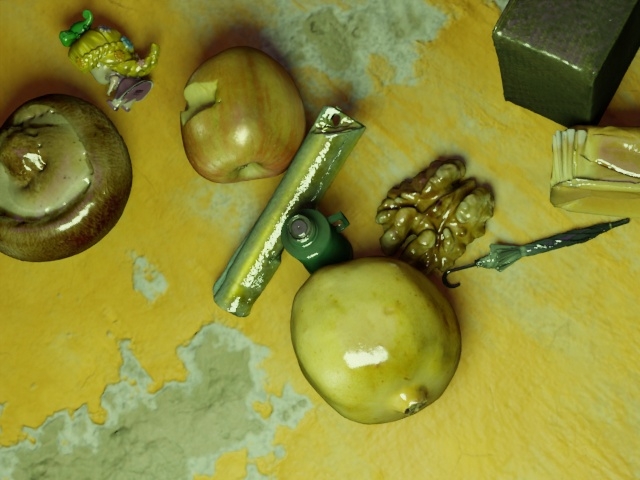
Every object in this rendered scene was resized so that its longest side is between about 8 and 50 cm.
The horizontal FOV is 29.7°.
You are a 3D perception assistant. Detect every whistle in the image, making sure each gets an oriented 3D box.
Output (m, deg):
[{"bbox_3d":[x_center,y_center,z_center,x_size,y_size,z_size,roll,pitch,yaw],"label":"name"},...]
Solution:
[{"bbox_3d":[-0.047,-0.039,1.694,0.068,0.057,0.326,31,100,-7],"label":"whistle"}]

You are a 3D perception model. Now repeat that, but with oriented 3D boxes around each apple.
[{"bbox_3d":[-0.112,-0.180,1.717,0.199,0.199,0.199,-2,77,10],"label":"apple"}]

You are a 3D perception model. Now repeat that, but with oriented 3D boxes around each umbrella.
[{"bbox_3d":[0.293,0.006,1.666,0.269,0.044,0.044,-20,102,4],"label":"umbrella"}]

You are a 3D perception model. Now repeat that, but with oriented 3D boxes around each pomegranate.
[{"bbox_3d":[0.073,0.127,1.592,0.233,0.233,0.233,-2,77,10],"label":"pomegranate"}]

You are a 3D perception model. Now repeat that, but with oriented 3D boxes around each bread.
[{"bbox_3d":[0.429,-0.094,1.612,0.241,0.136,0.107,4,76,11],"label":"bread"}]

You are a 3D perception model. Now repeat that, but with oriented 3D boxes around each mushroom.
[{"bbox_3d":[-0.392,-0.088,1.757,0.253,0.153,0.253,-3,75,12],"label":"mushroom"}]

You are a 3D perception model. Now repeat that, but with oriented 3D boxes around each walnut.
[{"bbox_3d":[0.154,-0.036,1.687,0.170,0.069,0.143,-45,75,1],"label":"walnut"}]

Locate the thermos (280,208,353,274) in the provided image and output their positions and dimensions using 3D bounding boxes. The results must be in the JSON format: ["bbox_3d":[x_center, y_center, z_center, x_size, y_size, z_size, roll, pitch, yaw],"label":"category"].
[{"bbox_3d":[-0.003,0.004,1.644,0.083,0.188,0.073,-1,78,12],"label":"thermos"}]

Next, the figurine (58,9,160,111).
[{"bbox_3d":[-0.312,-0.286,1.816,0.115,0.095,0.156,-44,77,11],"label":"figurine"}]

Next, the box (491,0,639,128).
[{"bbox_3d":[0.337,-0.273,1.598,0.143,0.273,0.184,27,84,16],"label":"box"}]
